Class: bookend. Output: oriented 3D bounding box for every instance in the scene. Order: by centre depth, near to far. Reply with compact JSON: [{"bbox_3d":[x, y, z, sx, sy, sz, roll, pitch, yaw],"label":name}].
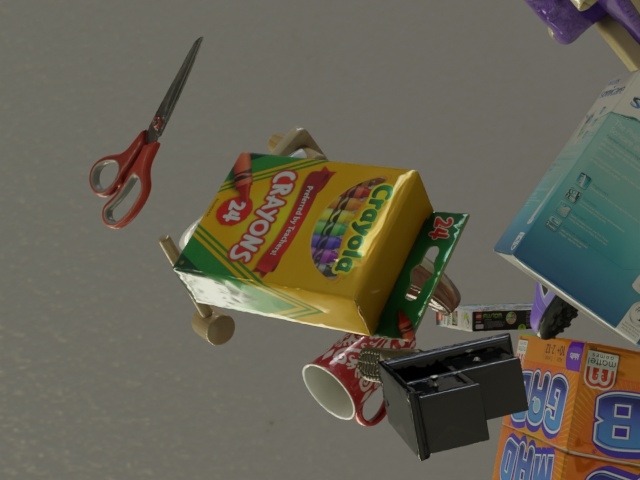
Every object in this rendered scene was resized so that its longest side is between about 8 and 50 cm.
[{"bbox_3d":[0.155,0.161,1.193,0.156,0.157,0.072,-12,-83,-6],"label":"bookend"}]

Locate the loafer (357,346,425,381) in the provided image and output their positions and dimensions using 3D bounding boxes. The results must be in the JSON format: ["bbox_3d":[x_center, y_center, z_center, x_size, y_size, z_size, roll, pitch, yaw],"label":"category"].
[{"bbox_3d":[0.111,0.154,1.353,0.050,0.148,0.056,-4,-76,-47],"label":"loafer"}]

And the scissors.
[{"bbox_3d":[-0.225,-0.141,1.558,0.021,0.297,0.109,6,-136,-55],"label":"scissors"}]

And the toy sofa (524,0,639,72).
[{"bbox_3d":[0.387,-0.336,1.568,0.150,0.177,0.362,57,-162,23],"label":"toy sofa"}]

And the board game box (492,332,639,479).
[{"bbox_3d":[0.535,0.374,1.966,0.356,0.356,0.357,11,-94,-7],"label":"board game box"}]

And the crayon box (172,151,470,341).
[{"bbox_3d":[0.000,0.000,1.388,0.202,0.318,0.081,-63,-35,-30],"label":"crayon box"}]

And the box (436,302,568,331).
[{"bbox_3d":[0.318,0.133,1.966,0.206,0.114,0.036,0,-88,-28],"label":"box"}]

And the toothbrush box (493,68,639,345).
[{"bbox_3d":[0.406,-0.044,1.490,0.216,0.126,0.296,34,-88,-5],"label":"toothbrush box"}]

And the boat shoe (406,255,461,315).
[{"bbox_3d":[0.074,0.047,1.854,0.116,0.324,0.123,-59,-10,-14],"label":"boat shoe"}]

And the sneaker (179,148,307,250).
[{"bbox_3d":[-0.092,-0.008,1.694,0.147,0.295,0.104,55,-141,-5],"label":"sneaker"}]

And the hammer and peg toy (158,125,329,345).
[{"bbox_3d":[-0.095,0.009,1.902,0.361,0.127,0.266,-48,-43,-11],"label":"hammer and peg toy"}]

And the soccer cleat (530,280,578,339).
[{"bbox_3d":[0.385,0.009,1.755,0.318,0.116,0.109,-59,-25,-18],"label":"soccer cleat"}]

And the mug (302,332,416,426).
[{"bbox_3d":[0.070,0.206,1.837,0.169,0.113,0.150,-41,-41,-29],"label":"mug"}]
